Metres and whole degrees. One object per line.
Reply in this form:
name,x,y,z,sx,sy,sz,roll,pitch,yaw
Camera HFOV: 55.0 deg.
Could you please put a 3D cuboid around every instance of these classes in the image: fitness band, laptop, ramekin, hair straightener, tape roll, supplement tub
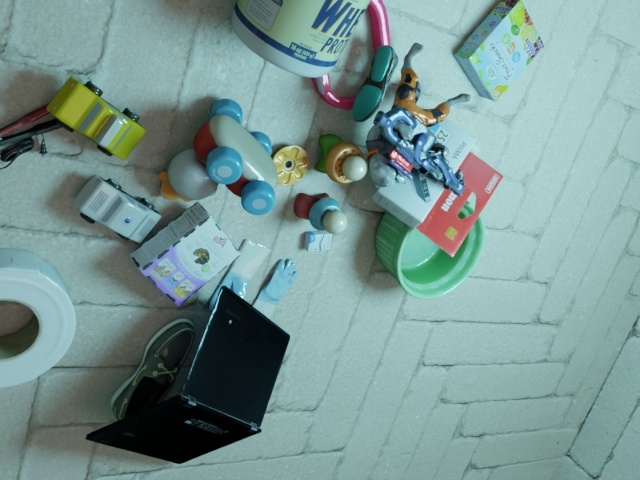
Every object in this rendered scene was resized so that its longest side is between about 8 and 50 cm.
fitness band,0.069,-0.448,1.441,0.209,0.054,0.290,-24,125,-22
laptop,-0.306,0.361,1.561,0.408,0.236,0.382,-25,145,11
ramekin,0.302,0.000,1.742,0.304,0.148,0.303,-14,119,-25
hair straightener,-0.561,-0.193,1.185,0.230,0.047,0.089,-34,127,-19
tape roll,-0.662,0.162,1.274,0.286,0.100,0.286,-13,119,-25
supplement tub,-0.010,-0.511,1.188,0.236,0.235,0.324,8,130,-34

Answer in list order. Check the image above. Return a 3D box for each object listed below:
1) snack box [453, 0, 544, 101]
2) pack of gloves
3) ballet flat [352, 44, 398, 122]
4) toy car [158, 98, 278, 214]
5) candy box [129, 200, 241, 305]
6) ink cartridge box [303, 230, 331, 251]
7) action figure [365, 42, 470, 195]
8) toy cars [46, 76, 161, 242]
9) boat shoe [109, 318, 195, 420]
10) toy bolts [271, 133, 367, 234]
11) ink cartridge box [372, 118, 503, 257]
snack box,0.480,-0.508,1.643,0.207,0.070,0.174,-49,129,1
pack of gloves,-0.166,0.134,1.594,0.195,0.046,0.232,25,99,-36
ballet flat,0.135,-0.365,1.457,0.070,0.070,0.188,15,108,-36
toy car,-0.238,-0.145,1.348,0.238,0.219,0.210,-28,132,20
candy box,-0.307,0.033,1.422,0.196,0.070,0.164,-40,140,-8
ink cartridge box,0.000,0.000,1.636,0.083,0.028,0.048,-5,116,-30
action figure,0.231,-0.252,1.501,0.341,0.179,0.330,43,73,-35
toy cars,-0.419,-0.138,1.247,0.177,0.087,0.393,-22,131,-28
boat shoe,-0.403,0.334,1.521,0.109,0.091,0.305,35,93,-38
toy bolts,-0.001,-0.124,1.490,0.218,0.158,0.228,-8,117,-28
ink cartridge box,0.318,-0.149,1.589,0.261,0.066,0.296,36,70,0
